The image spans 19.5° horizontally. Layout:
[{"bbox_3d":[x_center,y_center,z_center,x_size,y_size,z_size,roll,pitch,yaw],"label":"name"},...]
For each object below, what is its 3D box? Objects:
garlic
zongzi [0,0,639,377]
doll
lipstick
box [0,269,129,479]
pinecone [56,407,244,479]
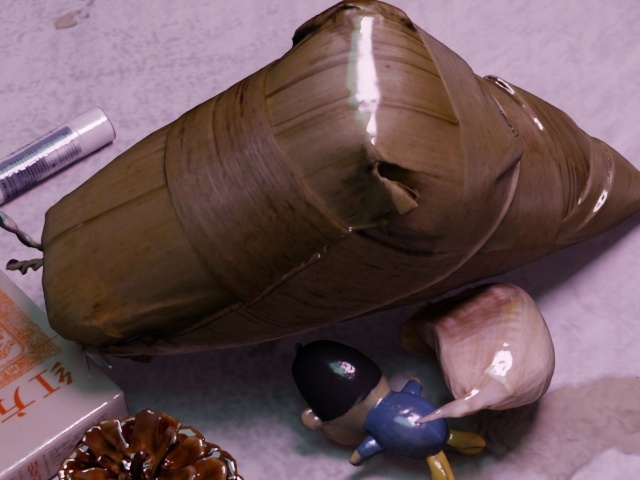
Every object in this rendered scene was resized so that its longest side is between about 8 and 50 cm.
[{"bbox_3d":[0.134,0.101,1.566,0.128,0.090,0.198,-10,24,2],"label":"garlic"},{"bbox_3d":[0.004,0.020,1.680,0.500,0.467,0.218,-27,58,31],"label":"zongzi"},{"bbox_3d":[0.047,0.145,1.581,0.179,0.089,0.102,39,61,7],"label":"doll"},{"bbox_3d":[-0.271,-0.084,1.845,0.141,0.040,0.040,-31,52,-20],"label":"lipstick"},{"bbox_3d":[-0.359,0.100,1.684,0.204,0.051,0.365,-34,54,-24],"label":"box"},{"bbox_3d":[-0.141,0.208,1.487,0.163,0.165,0.163,-4,61,7],"label":"pinecone"}]
